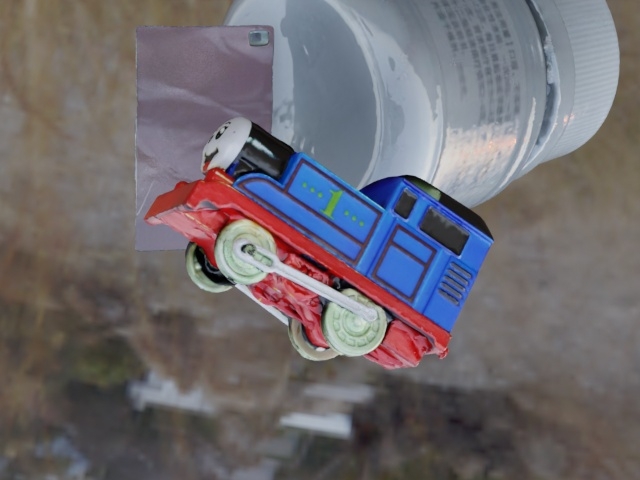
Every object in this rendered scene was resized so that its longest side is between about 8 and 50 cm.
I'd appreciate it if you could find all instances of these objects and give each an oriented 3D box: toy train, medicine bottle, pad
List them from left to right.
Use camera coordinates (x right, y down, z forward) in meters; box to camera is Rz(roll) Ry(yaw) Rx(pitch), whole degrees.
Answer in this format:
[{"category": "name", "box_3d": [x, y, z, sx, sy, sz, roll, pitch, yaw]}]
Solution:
[{"category": "pad", "box_3d": [-0.095, -0.082, 1.416, 0.113, 0.187, 0.006, -2, -164, -12]}, {"category": "toy train", "box_3d": [0.000, 0.000, 1.134, 0.204, 0.131, 0.083, 34, 161, -18]}, {"category": "medicine bottle", "box_3d": [0.089, -0.142, 1.502, 0.306, 0.245, 0.245, -15, 170, -42]}]
